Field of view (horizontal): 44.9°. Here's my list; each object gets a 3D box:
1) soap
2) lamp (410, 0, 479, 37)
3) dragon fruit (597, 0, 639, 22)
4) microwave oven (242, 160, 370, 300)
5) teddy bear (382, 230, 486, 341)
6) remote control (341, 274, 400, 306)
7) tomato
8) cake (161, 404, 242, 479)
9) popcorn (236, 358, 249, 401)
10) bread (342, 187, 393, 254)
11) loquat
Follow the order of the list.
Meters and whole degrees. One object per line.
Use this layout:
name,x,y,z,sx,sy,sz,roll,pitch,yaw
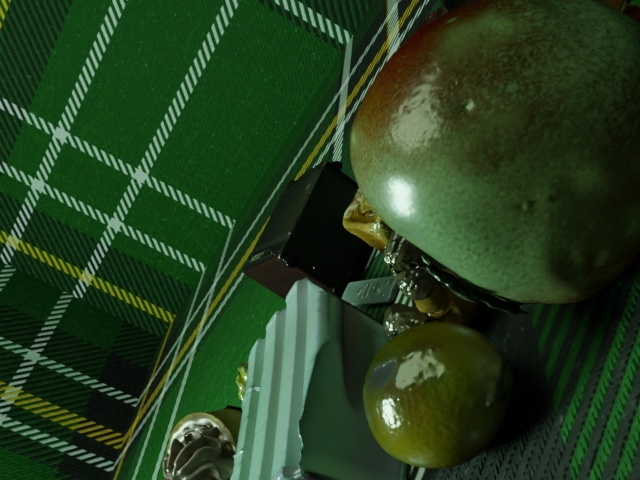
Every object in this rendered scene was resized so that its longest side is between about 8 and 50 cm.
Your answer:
soap,-0.003,0.234,1.104,0.261,0.156,0.446,-56,14,23
lamp,0.229,-0.227,1.042,0.247,0.247,0.247,-56,14,22
dragon fruit,0.319,-0.192,0.838,0.166,0.136,0.133,-16,74,36
microwave oven,-0.002,0.000,1.529,0.178,0.188,0.247,-27,32,58
teddy bear,0.142,0.080,0.965,0.177,0.140,0.190,27,-99,-71
remote control,0.088,0.091,1.343,0.184,0.027,0.050,-17,48,66
tomato,0.185,-0.074,0.733,0.303,0.303,0.239,-52,15,37
cake,-0.203,0.387,1.356,0.185,0.178,0.207,-35,59,29
popcorn,-0.090,0.271,1.464,0.145,0.126,0.125,-44,42,8
bread,0.136,-0.045,1.181,0.158,0.143,0.149,-62,20,1
loquat,0.124,0.159,0.810,0.195,0.152,0.152,-27,35,47
